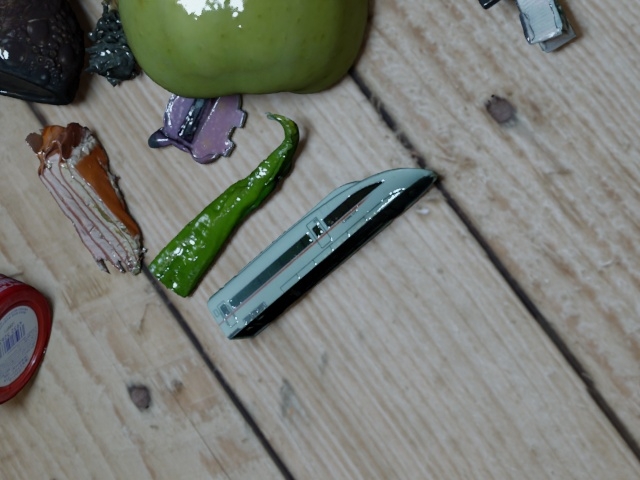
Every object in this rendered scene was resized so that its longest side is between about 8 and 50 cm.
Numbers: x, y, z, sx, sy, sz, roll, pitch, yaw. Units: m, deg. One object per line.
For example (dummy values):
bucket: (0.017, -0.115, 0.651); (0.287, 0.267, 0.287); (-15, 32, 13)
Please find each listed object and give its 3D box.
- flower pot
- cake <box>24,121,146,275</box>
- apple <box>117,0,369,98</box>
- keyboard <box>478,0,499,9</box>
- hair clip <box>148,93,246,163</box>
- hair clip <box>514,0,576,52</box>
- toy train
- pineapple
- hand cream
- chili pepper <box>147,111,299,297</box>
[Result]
flower pot: (-0.500, -0.385, 1.574); (0.267, 0.266, 0.267); (11, 85, 21)
cake: (-0.378, -0.071, 1.621); (0.098, 0.135, 0.287); (-23, 103, 15)
apple: (-0.118, -0.393, 1.424); (0.312, 0.320, 0.360); (3, 100, 41)
keyboard: (0.210, -0.468, 1.368); (0.101, 0.018, 0.309); (-33, 63, 20)
hair clip: (-0.189, -0.213, 1.562); (0.146, 0.056, 0.187); (27, 109, 18)
hair clip: (0.298, -0.375, 1.349); (0.159, 0.071, 0.218); (-25, 77, 18)
toy train: (0.000, 0.000, 1.470); (0.407, 0.086, 0.088); (-40, 72, 17)
pineapple: (-0.308, -0.375, 1.550); (0.158, 0.158, 0.278); (32, 106, 18)
hand cream: (-0.575, 0.159, 1.623); (0.150, 0.230, 0.230); (15, 96, 19)
chili pepper: (-0.145, -0.057, 1.530); (0.085, 0.076, 0.359); (39, 109, -3)
